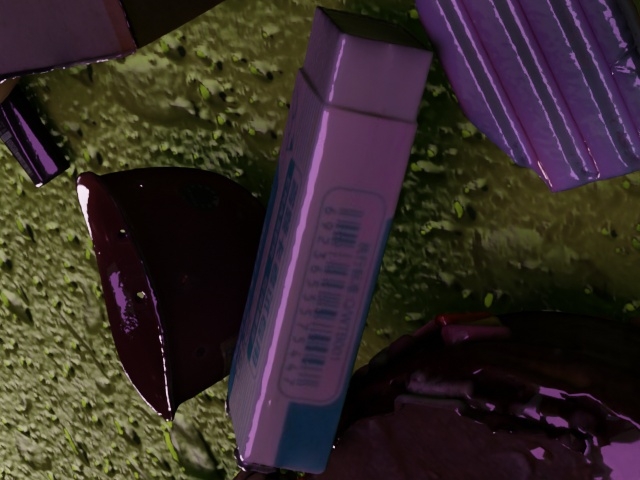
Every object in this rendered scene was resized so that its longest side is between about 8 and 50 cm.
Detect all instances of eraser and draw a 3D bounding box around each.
[{"bbox_3d":[0.000,0.000,0.635,0.052,0.095,0.225,10,107,-11],"label":"eraser"}]

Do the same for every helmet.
[{"bbox_3d":[-0.075,0.026,0.755,0.155,0.106,0.175,59,154,32],"label":"helmet"}]

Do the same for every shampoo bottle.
[{"bbox_3d":[-0.220,-0.100,0.842,0.137,0.027,0.048,56,144,-7],"label":"shampoo bottle"}]

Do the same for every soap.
[{"bbox_3d":[0.105,-0.099,0.569,0.100,0.056,0.149,-17,108,41],"label":"soap"}]

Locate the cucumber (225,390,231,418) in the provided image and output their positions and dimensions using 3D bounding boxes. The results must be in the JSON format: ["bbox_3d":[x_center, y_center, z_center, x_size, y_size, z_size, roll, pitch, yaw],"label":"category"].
[{"bbox_3d":[-0.007,0.109,0.805,0.105,0.048,0.048,14,126,28],"label":"cucumber"}]

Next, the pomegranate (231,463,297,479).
[{"bbox_3d":[-0.080,0.248,0.883,0.180,0.180,0.210,37,106,12],"label":"pomegranate"}]

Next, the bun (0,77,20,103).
[{"bbox_3d":[-0.309,-0.186,0.728,0.299,0.165,0.299,19,124,32],"label":"bun"}]

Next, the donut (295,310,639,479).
[{"bbox_3d":[0.112,0.170,0.693,0.259,0.136,0.345,34,133,18],"label":"donut"}]

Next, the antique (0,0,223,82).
[{"bbox_3d":[-0.111,-0.177,0.618,0.148,0.152,0.147,-1,118,36],"label":"antique"}]
